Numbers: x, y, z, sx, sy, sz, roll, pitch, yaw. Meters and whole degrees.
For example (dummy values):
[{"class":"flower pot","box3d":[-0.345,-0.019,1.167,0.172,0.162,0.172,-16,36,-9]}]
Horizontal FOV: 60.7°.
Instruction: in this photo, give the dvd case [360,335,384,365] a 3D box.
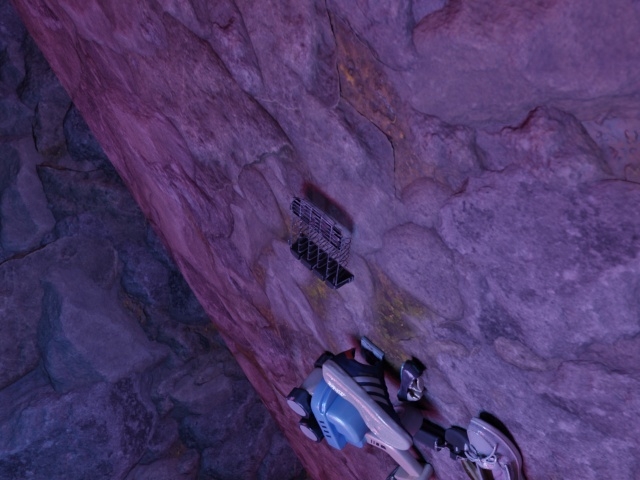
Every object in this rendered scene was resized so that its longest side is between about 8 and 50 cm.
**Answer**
[{"class":"dvd case","box3d":[0.160,0.357,1.703,0.087,0.013,0.119,39,150,27]}]

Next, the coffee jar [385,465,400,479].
[{"class":"coffee jar","box3d":[0.340,0.954,2.081,0.184,0.079,0.096,44,153,17]}]

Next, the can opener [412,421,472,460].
[{"class":"can opener","box3d":[0.354,0.579,1.622,0.280,0.074,0.093,0,89,56]}]

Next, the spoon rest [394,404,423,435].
[{"class":"spoon rest","box3d":[0.227,0.549,1.728,0.084,0.137,0.276,55,169,-21]}]

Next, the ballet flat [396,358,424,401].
[{"class":"ballet flat","box3d":[0.259,0.416,1.555,0.074,0.074,0.203,36,147,31]}]

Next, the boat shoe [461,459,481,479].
[{"class":"boat shoe","box3d":[0.472,0.694,1.590,0.153,0.048,0.056,51,167,19]}]

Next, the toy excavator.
[{"class":"toy excavator","box3d":[0.148,0.659,1.912,0.445,0.222,0.432,13,136,41]}]

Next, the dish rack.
[{"class":"dish rack","box3d":[0.000,0.000,1.459,0.208,0.074,0.271,39,149,24]}]

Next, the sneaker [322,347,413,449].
[{"class":"sneaker","box3d":[0.167,0.454,1.627,0.350,0.148,0.131,43,148,26]}]

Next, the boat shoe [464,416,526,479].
[{"class":"boat shoe","box3d":[0.452,0.594,1.419,0.118,0.103,0.320,13,134,53]}]
